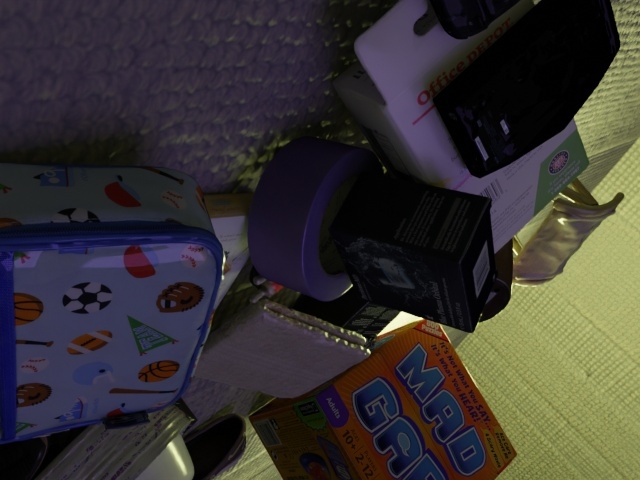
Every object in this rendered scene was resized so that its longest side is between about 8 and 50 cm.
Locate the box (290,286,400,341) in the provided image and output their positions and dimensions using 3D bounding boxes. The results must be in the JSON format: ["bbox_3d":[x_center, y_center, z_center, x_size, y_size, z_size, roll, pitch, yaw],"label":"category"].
[{"bbox_3d":[0.055,0.140,1.234,0.184,0.103,0.261,-48,158,9],"label":"box"}]

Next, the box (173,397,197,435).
[{"bbox_3d":[-0.258,0.301,1.039,0.083,0.062,0.052,-44,157,3],"label":"box"}]

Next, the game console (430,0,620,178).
[{"bbox_3d":[0.173,-0.240,0.608,0.213,0.044,0.361,-42,127,-7],"label":"game console"}]

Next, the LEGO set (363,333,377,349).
[{"bbox_3d":[0.086,0.219,1.271,0.083,0.023,0.054,-40,159,-6],"label":"LEGO set"}]

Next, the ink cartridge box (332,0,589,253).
[{"bbox_3d":[0.160,-0.160,0.741,0.207,0.119,0.353,-42,128,-4],"label":"ink cartridge box"}]

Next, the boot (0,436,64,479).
[{"bbox_3d":[-0.368,0.275,0.812,0.198,0.077,0.137,-39,167,26],"label":"boot"}]

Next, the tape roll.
[{"bbox_3d":[0.001,-0.027,0.770,0.189,0.080,0.189,-37,136,-47],"label":"tape roll"}]

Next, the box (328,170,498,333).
[{"bbox_3d":[0.113,0.015,0.738,0.093,0.158,0.156,-59,148,-26],"label":"box"}]

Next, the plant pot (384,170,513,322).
[{"bbox_3d":[0.203,0.007,0.965,0.215,0.230,0.215,-3,135,-3],"label":"plant pot"}]

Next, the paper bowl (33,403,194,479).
[{"bbox_3d":[-0.287,0.346,0.865,0.284,0.148,0.284,-49,176,-4],"label":"paper bowl"}]

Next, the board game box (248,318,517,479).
[{"bbox_3d":[0.127,0.435,1.412,0.356,0.356,0.356,-27,175,-35],"label":"board game box"}]

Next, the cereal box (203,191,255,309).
[{"bbox_3d":[-0.171,0.049,0.752,0.173,0.047,0.240,-11,141,-55],"label":"cereal box"}]

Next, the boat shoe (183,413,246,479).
[{"bbox_3d":[-0.273,0.457,1.237,0.324,0.116,0.096,-31,151,-38],"label":"boat shoe"}]

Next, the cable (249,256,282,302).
[{"bbox_3d":[0.000,0.000,0.922,0.287,0.072,0.139,-27,149,-34],"label":"cable"}]

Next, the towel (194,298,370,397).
[{"bbox_3d":[-0.067,0.178,1.009,0.187,0.049,0.282,-35,141,23],"label":"towel"}]

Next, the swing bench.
[{"bbox_3d":[0.434,-0.057,1.323,0.165,0.254,0.253,-28,153,-33],"label":"swing bench"}]

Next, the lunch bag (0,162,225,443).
[{"bbox_3d":[-0.226,0.071,0.564,0.243,0.115,0.303,-4,138,-29],"label":"lunch bag"}]
